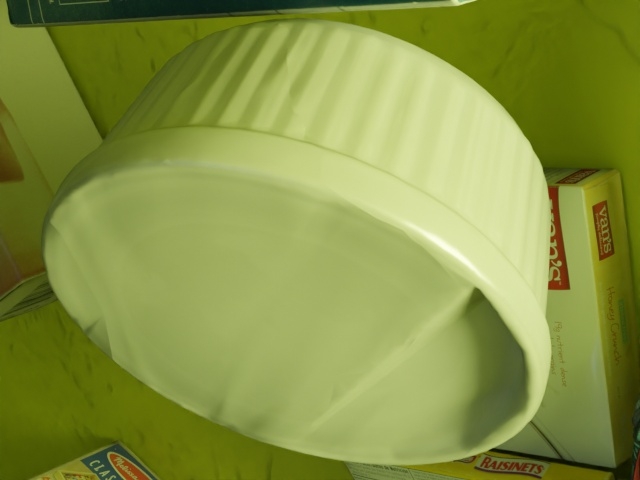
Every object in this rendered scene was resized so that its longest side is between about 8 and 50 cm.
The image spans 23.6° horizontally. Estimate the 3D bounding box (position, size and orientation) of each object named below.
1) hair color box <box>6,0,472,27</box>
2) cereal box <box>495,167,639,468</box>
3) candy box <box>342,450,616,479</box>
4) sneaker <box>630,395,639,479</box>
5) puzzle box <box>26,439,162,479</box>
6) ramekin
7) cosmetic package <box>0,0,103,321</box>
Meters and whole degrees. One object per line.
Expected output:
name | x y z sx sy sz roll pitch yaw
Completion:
hair color box | -0.014 -0.187 0.867 0.347 0.174 0.105 5 108 42
cereal box | 0.084 0.040 0.956 0.240 0.047 0.173 3 108 43
candy box | 0.110 0.174 0.975 0.206 0.027 0.105 4 132 43
sneaker | 0.222 0.120 0.841 0.125 0.104 0.262 57 134 36
puzzle box | -0.119 0.325 1.110 0.409 0.272 0.052 37 125 27
ramekin | 0.000 0.000 0.823 0.273 0.127 0.273 14 146 10
cosmetic package | -0.279 -0.091 1.194 0.153 0.129 0.296 -35 81 47
